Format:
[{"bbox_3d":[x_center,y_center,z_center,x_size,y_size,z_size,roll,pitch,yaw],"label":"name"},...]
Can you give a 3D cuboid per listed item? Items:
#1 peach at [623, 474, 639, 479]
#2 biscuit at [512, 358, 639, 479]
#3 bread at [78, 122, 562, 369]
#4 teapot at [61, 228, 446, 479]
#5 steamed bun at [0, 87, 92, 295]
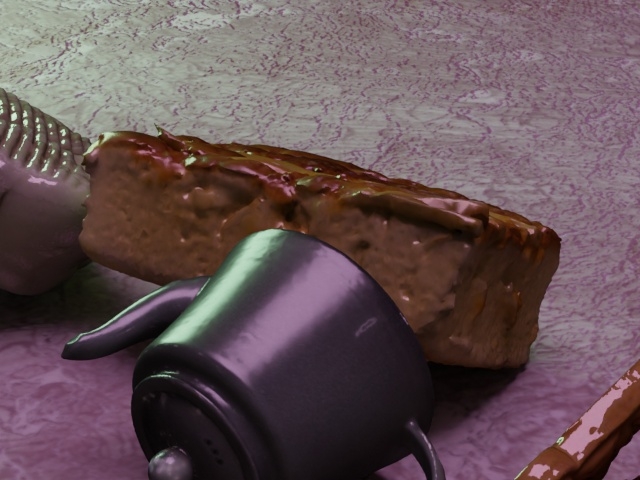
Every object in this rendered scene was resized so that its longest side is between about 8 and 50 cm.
[{"bbox_3d":[0.160,0.199,0.877,0.154,0.158,0.267,15,32,37],"label":"peach"},{"bbox_3d":[0.104,0.142,0.953,0.035,0.250,0.162,42,-5,10],"label":"biscuit"},{"bbox_3d":[0.000,0.000,1.226,0.275,0.114,0.185,13,1,25],"label":"bread"},{"bbox_3d":[-0.035,0.102,1.062,0.239,0.162,0.149,35,49,24],"label":"teapot"},{"bbox_3d":[-0.255,-0.031,1.310,0.218,0.144,0.211,26,12,-18],"label":"steamed bun"}]
